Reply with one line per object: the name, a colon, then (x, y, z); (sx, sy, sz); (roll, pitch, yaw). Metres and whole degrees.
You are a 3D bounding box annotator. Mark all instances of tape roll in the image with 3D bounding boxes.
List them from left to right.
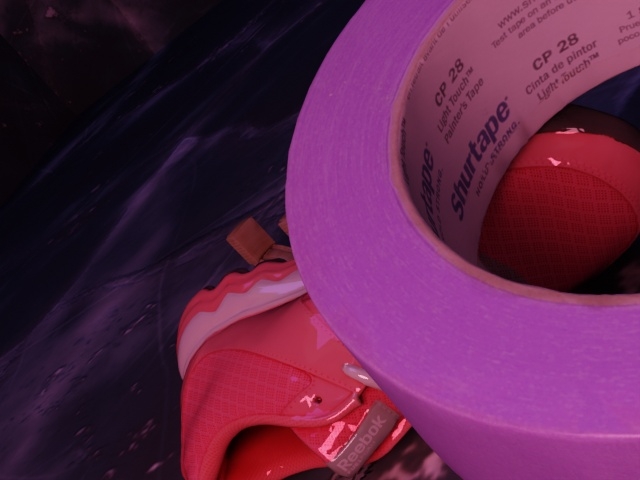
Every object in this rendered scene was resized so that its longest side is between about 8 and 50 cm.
tape roll: (0.128, -0.033, 0.405); (0.274, 0.090, 0.275); (-18, 47, 20)

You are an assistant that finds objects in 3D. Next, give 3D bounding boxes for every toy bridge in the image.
toy bridge: (0.000, 0.000, 0.807); (0.026, 0.063, 0.188); (-51, 19, -27)

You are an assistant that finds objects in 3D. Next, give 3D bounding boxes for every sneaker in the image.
sneaker: (0.043, 0.053, 0.575); (0.314, 0.116, 0.136); (-33, 34, 33)
